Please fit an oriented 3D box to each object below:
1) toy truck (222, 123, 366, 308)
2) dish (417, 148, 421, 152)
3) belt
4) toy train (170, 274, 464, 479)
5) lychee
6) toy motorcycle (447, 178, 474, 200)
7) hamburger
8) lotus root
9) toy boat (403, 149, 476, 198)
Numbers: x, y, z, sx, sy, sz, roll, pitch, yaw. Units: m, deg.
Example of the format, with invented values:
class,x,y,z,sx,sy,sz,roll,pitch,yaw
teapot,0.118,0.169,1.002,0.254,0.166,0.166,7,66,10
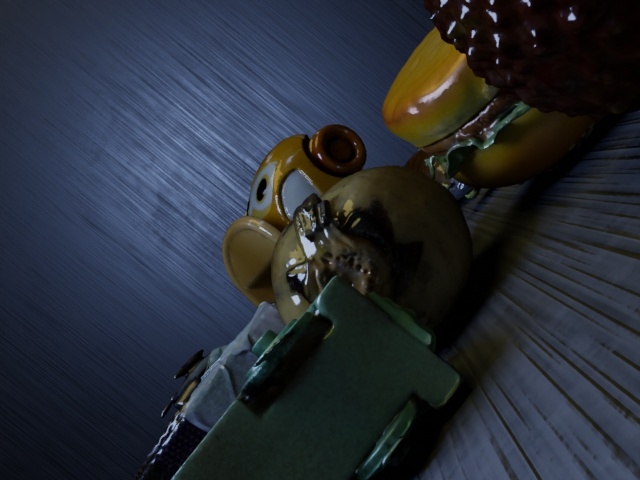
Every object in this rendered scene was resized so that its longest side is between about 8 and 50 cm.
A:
class,x,y,z,sx,sy,sz,roll,pitch,yaw
toy truck,0.000,0.000,1.168,0.212,0.288,0.204,-38,-4,-32
dish,0.241,-0.219,1.320,0.224,0.078,0.246,-27,-2,-15
belt,-0.087,0.186,0.917,0.289,0.164,0.184,-52,-7,-35
toy train,-0.043,0.174,0.590,0.326,0.129,0.159,-52,-4,-8
lychee,0.193,-0.223,0.564,0.304,0.275,0.275,-9,32,41
toy motorcycle,0.238,-0.148,1.070,0.225,0.073,0.152,-54,4,-35
hamburger,0.186,-0.150,0.810,0.246,0.170,0.246,-48,15,17
lotus root,0.058,0.011,0.813,0.183,0.183,0.310,-50,-2,19
toy boat,0.178,-0.096,1.279,0.108,0.099,0.293,-25,-1,-4
